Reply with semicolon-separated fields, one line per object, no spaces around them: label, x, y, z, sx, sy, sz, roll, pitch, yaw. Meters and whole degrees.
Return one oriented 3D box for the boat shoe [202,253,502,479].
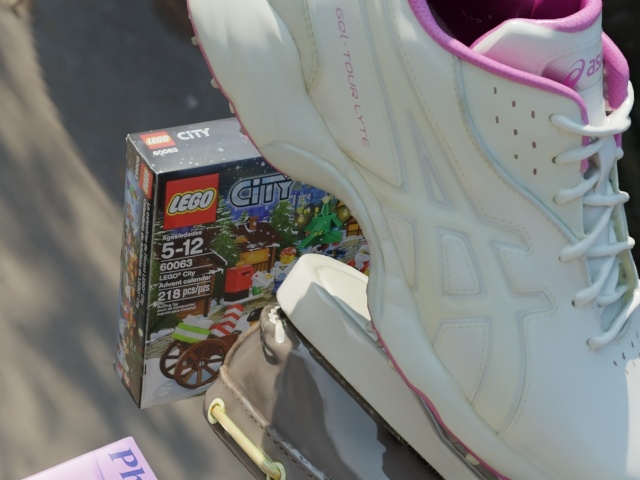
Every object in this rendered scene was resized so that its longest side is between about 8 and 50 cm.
boat shoe;0.068;0.146;0.846;0.324;0.097;0.116;48;17;26

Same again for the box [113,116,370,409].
box;0.000;0.000;1.131;0.233;0.159;0.044;-11;38;-25

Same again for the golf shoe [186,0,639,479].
golf shoe;0.076;-0.018;0.785;0.306;0.140;0.115;54;37;-11

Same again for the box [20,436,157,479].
box;-0.184;0.279;1.279;0.243;0.117;0.213;-19;63;-30
